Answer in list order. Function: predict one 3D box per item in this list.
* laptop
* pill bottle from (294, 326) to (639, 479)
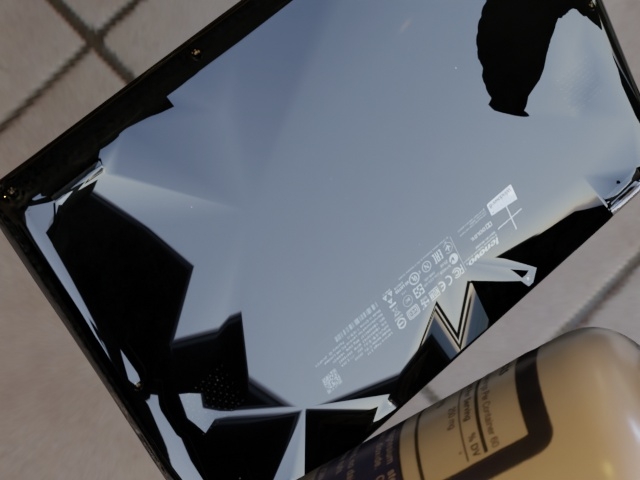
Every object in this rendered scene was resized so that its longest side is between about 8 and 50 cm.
[{"bbox_3d":[0.000,0.000,1.006,0.382,0.236,0.408,-40,121,-21],"label":"laptop"},{"bbox_3d":[0.060,0.082,0.425,0.169,0.094,0.094,-31,90,17],"label":"pill bottle"}]
